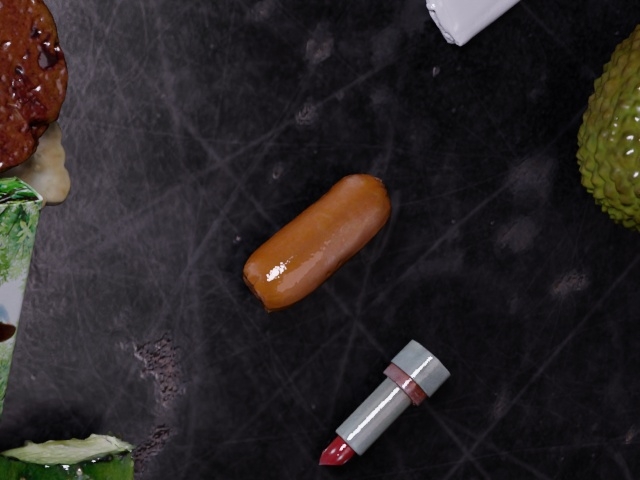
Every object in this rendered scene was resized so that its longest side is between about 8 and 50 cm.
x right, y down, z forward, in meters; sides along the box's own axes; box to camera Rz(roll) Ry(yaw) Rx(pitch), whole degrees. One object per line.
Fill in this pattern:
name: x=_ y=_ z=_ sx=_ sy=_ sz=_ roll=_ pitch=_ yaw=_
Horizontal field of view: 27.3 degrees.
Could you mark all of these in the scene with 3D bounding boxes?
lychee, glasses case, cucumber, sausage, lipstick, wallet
lychee: x=0.452 y=-0.149 z=1.584 sx=0.320 sy=0.270 sz=0.270 roll=-34 pitch=119 yaw=-29
glasses case: x=-0.332 y=0.076 z=1.234 sx=0.095 sy=0.062 sz=0.272 roll=-9 pitch=122 yaw=-45
cucumber: x=-0.270 y=0.367 z=1.359 sx=0.145 sy=0.105 sz=0.325 roll=0 pitch=99 yaw=-34
sausage: x=0.000 y=0.000 z=1.459 sx=0.197 sy=0.076 sz=0.076 roll=-41 pitch=121 yaw=-18
lipstick: x=0.069 y=0.206 z=1.573 sx=0.186 sy=0.063 sz=0.057 roll=-45 pitch=121 yaw=-6
wallet: x=0.198 y=-0.306 z=1.519 sx=0.190 sy=0.033 sz=0.095 roll=-37 pitch=118 yaw=-18

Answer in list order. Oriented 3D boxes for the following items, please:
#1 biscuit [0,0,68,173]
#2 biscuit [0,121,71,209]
biscuit: x=-0.312 y=-0.152 z=1.175 sx=0.192 sy=0.049 sz=0.192 roll=-5 pitch=97 yaw=-40
biscuit: x=-0.383 y=-0.088 z=1.186 sx=0.325 sy=0.044 sz=0.217 roll=-25 pitch=118 yaw=-35
